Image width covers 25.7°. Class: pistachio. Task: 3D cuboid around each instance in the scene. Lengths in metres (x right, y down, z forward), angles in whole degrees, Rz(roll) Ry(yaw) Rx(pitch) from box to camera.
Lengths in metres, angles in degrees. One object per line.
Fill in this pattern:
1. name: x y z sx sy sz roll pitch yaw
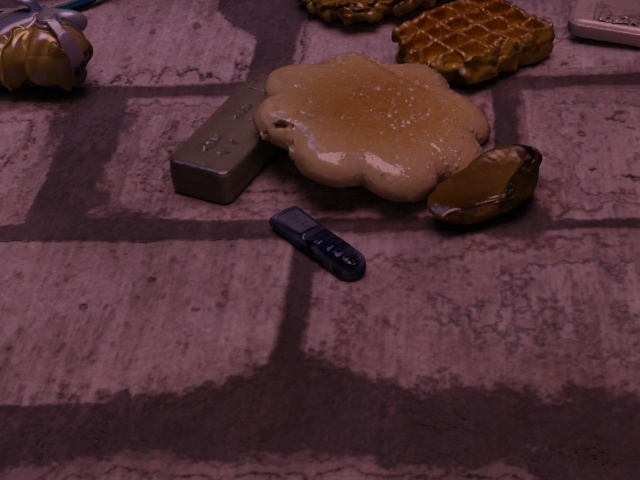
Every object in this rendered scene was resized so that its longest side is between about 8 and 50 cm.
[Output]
1. pistachio: 0.205 -0.057 1.700 0.173 0.049 0.089 -34 41 -23

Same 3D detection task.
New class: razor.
1. razor: -0.411 -0.370 2.197 0.191 0.037 0.068 -24 -1 -18

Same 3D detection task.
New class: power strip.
1. power strip: -0.089 -0.152 1.857 0.093 0.053 0.288 14 42 23

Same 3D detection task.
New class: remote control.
1. remote control: 0.000 0.001 1.668 0.043 0.027 0.152 -32 42 -24

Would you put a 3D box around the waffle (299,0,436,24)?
1. waffle: 0.079 -0.404 2.168 0.254 0.052 0.245 -18 38 -18

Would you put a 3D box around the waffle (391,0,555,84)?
1. waffle: 0.202 -0.276 1.977 0.211 0.055 0.160 -26 41 -29

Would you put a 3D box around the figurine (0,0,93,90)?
1. figurine: -0.419 -0.268 1.998 0.208 0.128 0.184 -39 50 -25

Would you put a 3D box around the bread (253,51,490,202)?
1. bread: 0.070 -0.155 1.798 0.316 0.054 0.316 6 37 -5

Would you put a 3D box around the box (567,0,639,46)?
1. box: 0.464 -0.373 2.086 0.142 0.044 0.285 12 40 18
